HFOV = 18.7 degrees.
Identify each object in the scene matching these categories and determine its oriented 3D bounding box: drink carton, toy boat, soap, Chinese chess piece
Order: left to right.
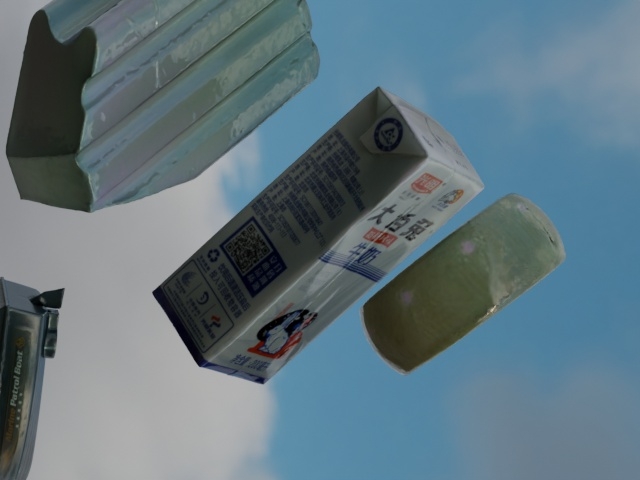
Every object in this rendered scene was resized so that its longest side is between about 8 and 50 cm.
[{"bbox_3d":[-0.313,0.155,1.863,0.093,0.103,0.246,-124,-138,-68],"label":"toy boat"},{"bbox_3d":[-0.154,-0.170,1.878,0.115,0.347,0.208,14,-48,36],"label":"soap"},{"bbox_3d":[0.000,0.000,1.889,0.315,0.130,0.106,-41,-118,15],"label":"drink carton"},{"bbox_3d":[0.160,0.050,2.212,0.101,0.250,0.250,53,-29,4],"label":"Chinese chess piece"}]
